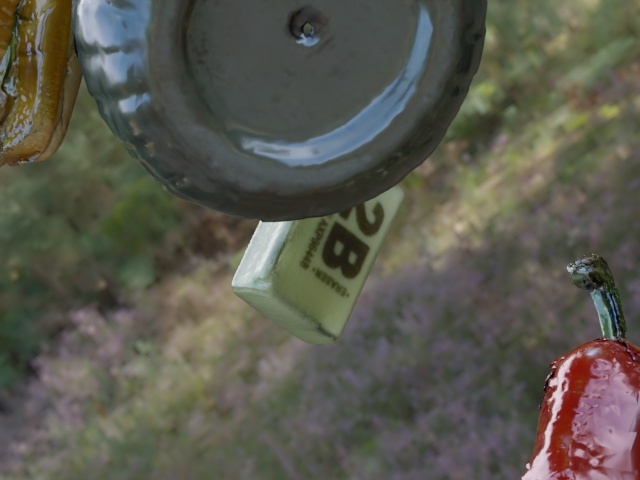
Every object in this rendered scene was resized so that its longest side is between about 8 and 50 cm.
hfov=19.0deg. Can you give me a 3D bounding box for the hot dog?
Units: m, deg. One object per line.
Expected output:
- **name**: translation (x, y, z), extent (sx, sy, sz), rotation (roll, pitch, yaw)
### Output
- **hot dog**: translation (-0.218, -0.178, 1.393), extent (0.072, 0.109, 0.270), rotation (-152, 73, -83)

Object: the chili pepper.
- **chili pepper**: translation (0.185, 0.179, 1.271), extent (0.110, 0.110, 0.388), rotation (-31, 35, 44)

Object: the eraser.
- **eraser**: translation (0.000, 0.000, 1.804), extent (0.058, 0.117, 0.172), rotation (3, 62, 51)

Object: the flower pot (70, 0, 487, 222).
- **flower pot**: translation (-0.034, -0.172, 1.289), extent (0.301, 0.302, 0.213), rotation (-36, 17, 0)
